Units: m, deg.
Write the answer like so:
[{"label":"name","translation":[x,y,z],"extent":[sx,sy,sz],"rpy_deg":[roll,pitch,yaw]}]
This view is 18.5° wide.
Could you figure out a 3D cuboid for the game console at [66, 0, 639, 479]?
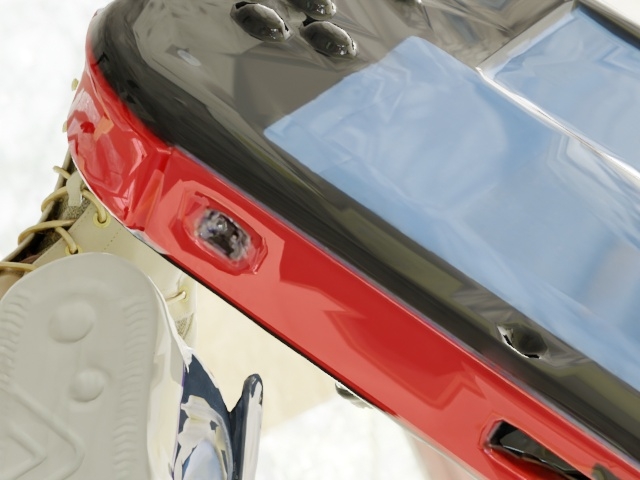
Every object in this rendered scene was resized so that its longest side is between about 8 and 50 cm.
[{"label":"game console","translation":[0.122,-0.005,0.765],"extent":[0.342,0.386,0.060],"rpy_deg":[-40,162,-54]}]

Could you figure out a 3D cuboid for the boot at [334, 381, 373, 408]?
[{"label":"boot","translation":[0.000,-0.001,1.143],"extent":[0.190,0.208,0.076],"rpy_deg":[-40,-153,42]}]

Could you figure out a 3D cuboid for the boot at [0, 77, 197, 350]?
[{"label":"boot","translation":[-0.152,-0.014,1.179],"extent":[0.095,0.203,0.262],"rpy_deg":[12,-179,37]}]

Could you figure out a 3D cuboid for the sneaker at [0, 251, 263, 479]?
[{"label":"sneaker","translation":[-0.101,0.191,0.924],"extent":[0.130,0.236,0.322],"rpy_deg":[-3,-129,11]}]
